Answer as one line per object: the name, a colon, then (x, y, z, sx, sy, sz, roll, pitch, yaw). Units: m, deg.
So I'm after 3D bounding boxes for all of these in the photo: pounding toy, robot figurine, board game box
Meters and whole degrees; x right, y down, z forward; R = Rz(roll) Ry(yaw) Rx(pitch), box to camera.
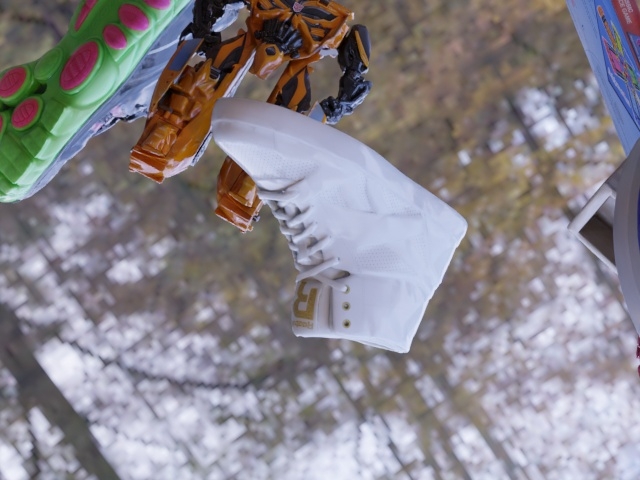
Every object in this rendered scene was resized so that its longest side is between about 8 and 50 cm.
pounding toy: (0.302, -0.023, 1.468, 0.100, 0.130, 0.141, -45, 173, -21)
robot figurine: (-0.066, -0.163, 1.847, 0.291, 0.211, 0.085, -61, 179, -23)
board game box: (0.290, -0.217, 1.779, 0.027, 0.281, 0.145, -18, 166, -5)

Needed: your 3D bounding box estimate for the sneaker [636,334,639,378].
sneaker: (0.454, 0.170, 1.867, 0.112, 0.121, 0.299, -20, -132, -34)

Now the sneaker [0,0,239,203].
sneaker: (-0.287, -0.196, 2.347, 0.483, 0.202, 0.185, -37, -123, 32)

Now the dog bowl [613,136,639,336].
dog bowl: (0.358, 0.007, 1.375, 0.104, 0.265, 0.265, -21, -159, 52)

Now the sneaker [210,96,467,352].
sneaker: (0.000, 0.000, 1.590, 0.108, 0.292, 0.169, 4, -112, 55)
